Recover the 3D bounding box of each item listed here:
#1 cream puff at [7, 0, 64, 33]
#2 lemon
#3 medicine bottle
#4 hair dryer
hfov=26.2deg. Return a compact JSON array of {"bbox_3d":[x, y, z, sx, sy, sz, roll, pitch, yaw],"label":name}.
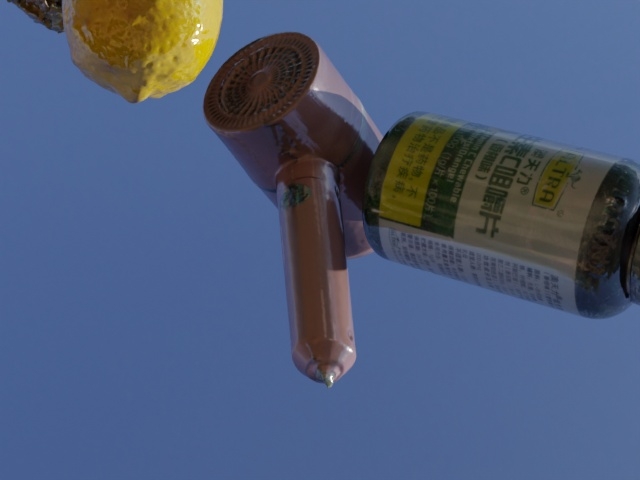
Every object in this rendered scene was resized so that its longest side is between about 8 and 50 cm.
[{"bbox_3d":[-0.232,-0.267,1.337,0.189,0.130,0.189,-2,-162,1],"label":"cream puff"},{"bbox_3d":[-0.123,-0.170,0.952,0.114,0.114,0.155,0,-104,17],"label":"lemon"},{"bbox_3d":[0.192,-0.016,1.183,0.293,0.141,0.141,17,-121,27],"label":"medicine bottle"},{"bbox_3d":[0.000,0.000,1.218,0.125,0.210,0.353,-22,-135,18],"label":"hair dryer"}]
